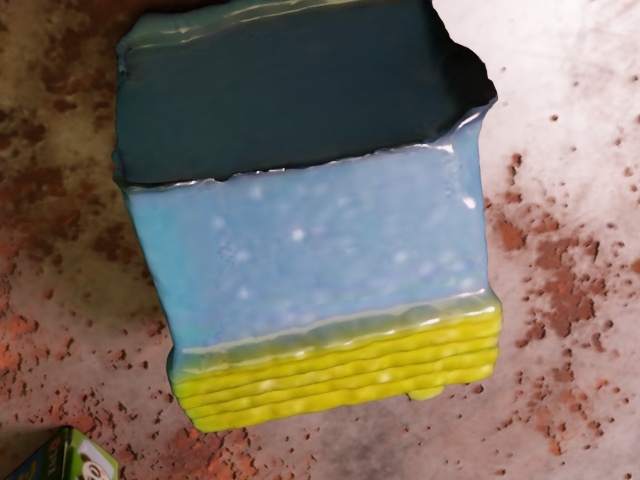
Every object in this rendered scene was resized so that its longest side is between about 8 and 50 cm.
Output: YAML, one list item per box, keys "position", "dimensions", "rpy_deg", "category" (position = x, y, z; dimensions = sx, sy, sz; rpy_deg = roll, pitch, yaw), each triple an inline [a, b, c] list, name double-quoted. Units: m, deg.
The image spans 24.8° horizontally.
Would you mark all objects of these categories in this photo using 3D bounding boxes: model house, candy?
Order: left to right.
- position: [-0.249, 0.246, 1.163]
  dimensions: [0.194, 0.097, 0.062]
  rpy_deg: [-41, 114, 15]
  category: "candy"
- position: [0.000, 0.000, 1.004]
  dimensions: [0.237, 0.215, 0.303]
  rpy_deg: [-11, 123, -2]
  category: "model house"
